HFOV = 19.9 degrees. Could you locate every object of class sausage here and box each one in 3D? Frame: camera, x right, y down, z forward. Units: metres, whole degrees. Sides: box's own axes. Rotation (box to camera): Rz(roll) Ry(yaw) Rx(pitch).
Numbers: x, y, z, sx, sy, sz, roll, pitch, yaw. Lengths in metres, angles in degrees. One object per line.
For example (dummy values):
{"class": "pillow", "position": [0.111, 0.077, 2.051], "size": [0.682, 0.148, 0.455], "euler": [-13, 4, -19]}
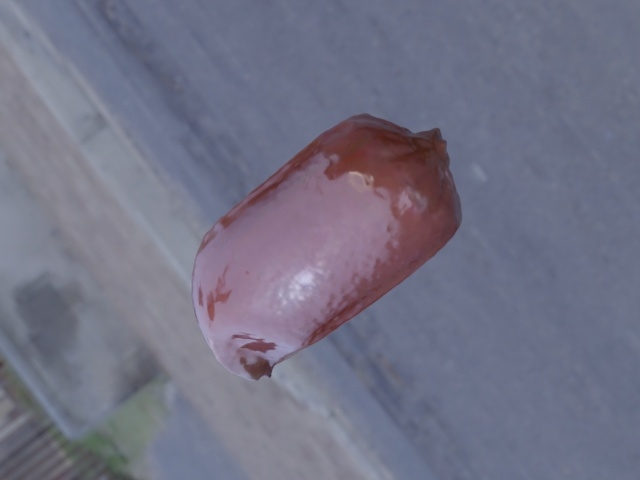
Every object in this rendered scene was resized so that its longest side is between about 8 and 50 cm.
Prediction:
{"class": "sausage", "position": [0.000, 0.000, 1.449], "size": [0.148, 0.254, 0.148], "euler": [53, -170, -14]}
